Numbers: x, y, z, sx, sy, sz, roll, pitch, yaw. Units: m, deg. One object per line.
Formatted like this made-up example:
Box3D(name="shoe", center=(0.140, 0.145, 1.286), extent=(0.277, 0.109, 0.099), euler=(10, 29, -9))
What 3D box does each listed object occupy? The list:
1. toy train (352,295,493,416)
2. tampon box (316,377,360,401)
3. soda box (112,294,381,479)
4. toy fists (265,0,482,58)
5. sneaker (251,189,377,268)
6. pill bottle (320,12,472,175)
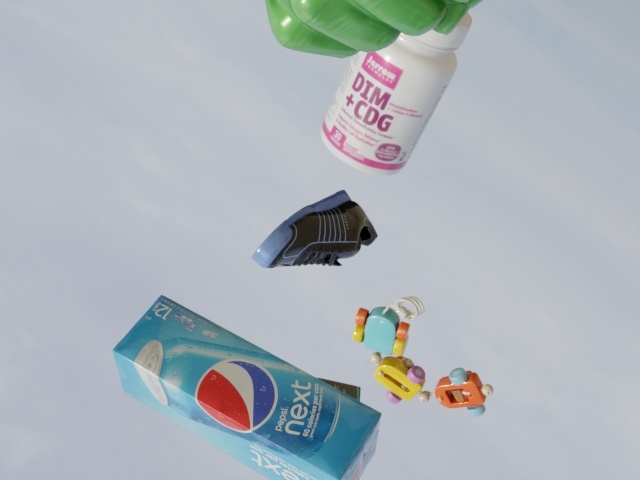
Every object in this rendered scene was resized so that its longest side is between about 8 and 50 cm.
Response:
Box3D(name="toy train", center=(0.110, 0.121, 0.984), extent=(0.166, 0.125, 0.046), euler=(56, -143, -19))
Box3D(name="tampon box", center=(-0.002, 0.351, 1.888), extent=(0.161, 0.101, 0.120), euler=(24, -113, -53))
Box3D(name="soda box", center=(-0.060, 0.129, 0.725), extent=(0.210, 0.071, 0.067), euler=(25, -125, 18))
Box3D(name="toy fists", center=(0.083, -0.190, 0.456), extent=(0.096, 0.279, 0.142), euler=(41, -147, -36))
Box3D(name="sneaker", center=(0.000, 0.000, 1.302), extent=(0.090, 0.081, 0.232), euler=(48, -139, 9))
Box3D(name="pill bottle", center=(0.122, -0.260, 1.477), extent=(0.160, 0.283, 0.160), euler=(18, -146, -13))
